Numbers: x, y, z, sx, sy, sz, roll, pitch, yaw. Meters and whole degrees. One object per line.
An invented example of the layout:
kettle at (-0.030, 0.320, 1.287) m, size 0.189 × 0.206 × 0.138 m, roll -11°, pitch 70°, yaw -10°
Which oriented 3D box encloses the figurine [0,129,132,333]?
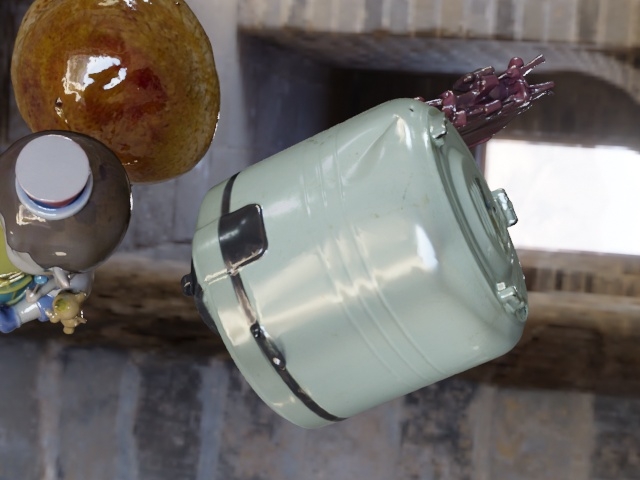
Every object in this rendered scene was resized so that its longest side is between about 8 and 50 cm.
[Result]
figurine at (-0.277, -0.021, 1.173) m, size 0.275 × 0.158 × 0.161 m, roll 127°, pitch -35°, yaw -46°

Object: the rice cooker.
rice cooker at (0.026, 0.020, 0.902) m, size 0.226 × 0.244 × 0.226 m, roll 53°, pitch 19°, yaw -28°

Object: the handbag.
handbag at (0.177, -0.164, 1.530) m, size 0.074 × 0.203 × 0.216 m, roll 64°, pitch -20°, yaw 5°

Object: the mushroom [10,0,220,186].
mushroom at (-0.255, -0.180, 1.450) m, size 0.195 × 0.263 × 0.283 m, roll -85°, pitch -176°, yaw -50°
